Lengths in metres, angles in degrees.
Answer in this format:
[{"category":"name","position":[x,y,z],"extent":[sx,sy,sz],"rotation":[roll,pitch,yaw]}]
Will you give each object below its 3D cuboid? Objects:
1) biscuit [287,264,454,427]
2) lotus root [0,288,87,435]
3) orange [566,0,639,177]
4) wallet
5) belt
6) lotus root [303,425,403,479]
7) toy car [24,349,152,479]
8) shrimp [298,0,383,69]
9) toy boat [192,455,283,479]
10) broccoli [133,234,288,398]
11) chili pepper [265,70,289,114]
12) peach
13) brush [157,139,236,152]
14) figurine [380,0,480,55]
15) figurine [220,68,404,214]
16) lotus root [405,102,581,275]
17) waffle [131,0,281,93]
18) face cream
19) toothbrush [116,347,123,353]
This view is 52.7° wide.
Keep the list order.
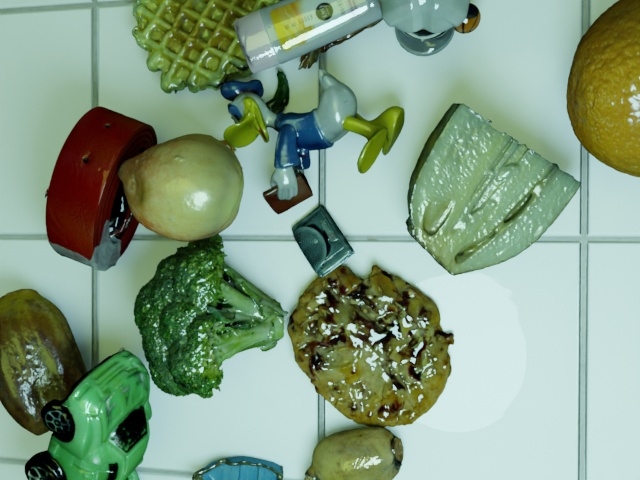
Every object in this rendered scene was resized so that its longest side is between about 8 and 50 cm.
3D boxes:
[{"category":"biscuit","position":[0.095,0.203,1.250],"extent":[0.334,0.081,0.289],"rotation":[42,99,6]},{"category":"lotus root","position":[-0.596,0.247,1.343],"extent":[0.193,0.193,0.291],"rotation":[-21,89,10]},{"category":"orange","position":[0.584,-0.260,1.028],"extent":[0.356,0.322,0.322],"rotation":[-15,88,5]},{"category":"wallet","position":[0.000,0.000,1.270],"extent":[0.088,0.026,0.129],"rotation":[-38,62,9]},{"category":"belt","position":[-0.430,-0.091,1.266],"extent":[0.115,0.227,0.324],"rotation":[21,104,6]},{"category":"lotus root","position":[0.054,0.430,1.242],"extent":[0.220,0.118,0.125],"rotation":[-22,70,9]},{"category":"toy car","position":[-0.420,0.389,1.251],"extent":[0.176,0.213,0.359],"rotation":[31,119,10]},{"category":"shrimp","position":[0.046,-0.452,1.262],"extent":[0.154,0.062,0.294],"rotation":[36,95,3]},{"category":"toy boat","position":[-0.163,0.481,1.301],"extent":[0.185,0.077,0.075],"rotation":[7,93,11]},{"category":"broccoli","position":[-0.210,0.147,1.230],"extent":[0.283,0.304,0.321],"rotation":[5,95,-20]},{"category":"chili pepper","position":[-0.096,-0.280,1.302],"extent":[0.055,0.035,0.118],"rotation":[36,101,-8]},{"category":"peach","position":[-0.254,-0.101,1.174],"extent":[0.232,0.232,0.233],"rotation":[0,91,11]},{"category":"brush","position":[-0.328,-0.187,1.358],"extent":[0.314,0.017,0.090],"rotation":[0,93,10]},{"category":"figurine","position":[0.195,-0.414,1.142],"extent":[0.175,0.236,0.133],"rotation":[1,90,12]},{"category":"figurine","position":[-0.052,-0.199,1.239],"extent":[0.338,0.204,0.284],"rotation":[31,111,10]},{"category":"lotus root","position":[0.278,-0.072,1.182],"extent":[0.267,0.149,0.260],"rotation":[30,100,-9]},{"category":"waffle","position":[-0.226,-0.449,1.307],"extent":[0.317,0.073,0.297],"rotation":[-16,87,8]},{"category":"face cream","position":[-0.023,-0.406,1.203],"extent":[0.269,0.073,0.107],"rotation":[-19,92,9]},{"category":"toothbrush","position":[-0.469,0.295,1.391],"extent":[0.017,0.014,0.162],"rotation":[37,97,-11]}]
